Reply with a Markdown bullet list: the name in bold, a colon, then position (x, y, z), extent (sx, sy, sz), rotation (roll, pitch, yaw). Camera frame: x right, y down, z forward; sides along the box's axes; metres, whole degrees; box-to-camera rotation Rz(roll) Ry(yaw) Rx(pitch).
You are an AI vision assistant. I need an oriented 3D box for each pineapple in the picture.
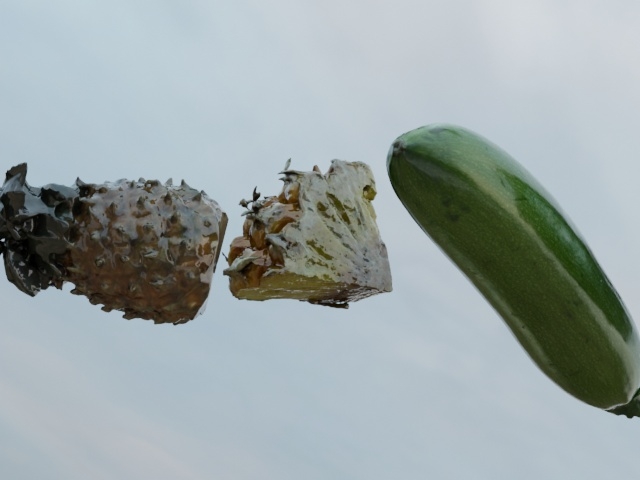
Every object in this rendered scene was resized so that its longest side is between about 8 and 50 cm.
- **pineapple**: position (-0.250, -0.015, 1.076), extent (0.310, 0.141, 0.170), rotation (13, -30, -5)
- **pineapple**: position (0.000, 0.000, 1.270), extent (0.114, 0.236, 0.186), rotation (-19, -71, 53)

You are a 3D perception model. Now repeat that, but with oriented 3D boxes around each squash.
- **squash**: position (0.189, 0.029, 0.973), extent (0.107, 0.107, 0.395), rotation (3, -37, 52)
